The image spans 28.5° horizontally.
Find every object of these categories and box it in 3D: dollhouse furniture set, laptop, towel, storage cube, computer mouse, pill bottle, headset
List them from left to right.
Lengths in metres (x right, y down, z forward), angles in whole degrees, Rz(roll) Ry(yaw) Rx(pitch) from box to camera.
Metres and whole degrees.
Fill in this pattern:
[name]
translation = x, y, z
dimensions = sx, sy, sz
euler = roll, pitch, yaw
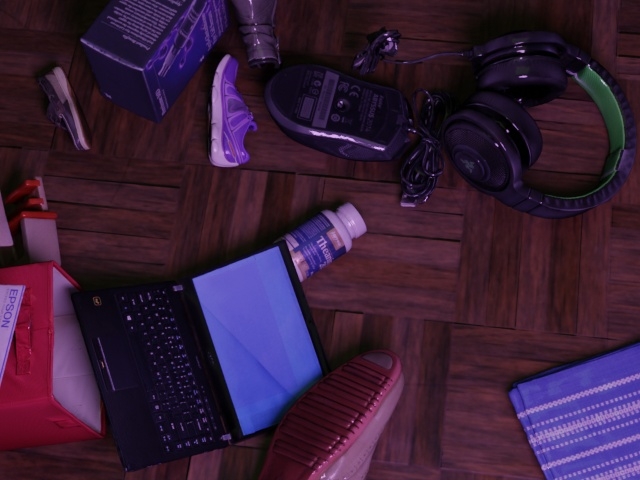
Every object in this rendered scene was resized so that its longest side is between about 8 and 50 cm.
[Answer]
[dollhouse furniture set]
translation = -0.480, -0.010, 1.644
dimensions = 0.259, 0.262, 0.135
euler = -2, 70, -43
[storage cube]
translation = -0.391, 0.153, 1.583
dimensions = 0.193, 0.215, 0.183
euler = -8, 66, 7
[laptop]
translation = -0.142, 0.139, 1.585
dimensions = 0.264, 0.137, 0.234
euler = -5, 70, -46
[pill bottle]
translation = 0.000, 0.000, 1.704
dimensions = 0.120, 0.067, 0.067
euler = -33, 68, -11
[computer mouse]
translation = 0.048, -0.159, 1.776
dimensions = 0.272, 0.072, 0.188
euler = 20, 63, 0
[headset]
translation = 0.238, -0.178, 1.725
dimensions = 0.394, 0.185, 0.243
euler = 28, 68, -12
[towel]
translation = 0.403, 0.295, 1.572
dimensions = 0.243, 0.040, 0.336
euler = -18, 68, -7

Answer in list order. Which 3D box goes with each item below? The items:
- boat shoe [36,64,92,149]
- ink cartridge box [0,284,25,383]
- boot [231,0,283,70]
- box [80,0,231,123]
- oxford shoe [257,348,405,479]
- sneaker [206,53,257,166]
[boat shoe]
translation = -0.370, -0.185, 1.819
dimensions = 0.049, 0.056, 0.152
euler = -24, 57, -2
[ink cartridge box]
translation = -0.446, 0.146, 1.461
dimensions = 0.208, 0.045, 0.206
euler = 3, 69, 20
[boot]
translation = -0.089, -0.328, 1.822
dimensions = 0.084, 0.246, 0.161
euler = -9, 104, 10
[box]
translation = -0.231, -0.299, 1.806
dimensions = 0.108, 0.153, 0.207
euler = 27, 71, 14
[oxford shoe]
translation = 0.003, 0.292, 1.551
dimensions = 0.348, 0.130, 0.123
euler = -52, 33, -11
[sneaker]
translation = -0.126, -0.183, 1.807
dimensions = 0.071, 0.068, 0.169
euler = 3, 74, -12
